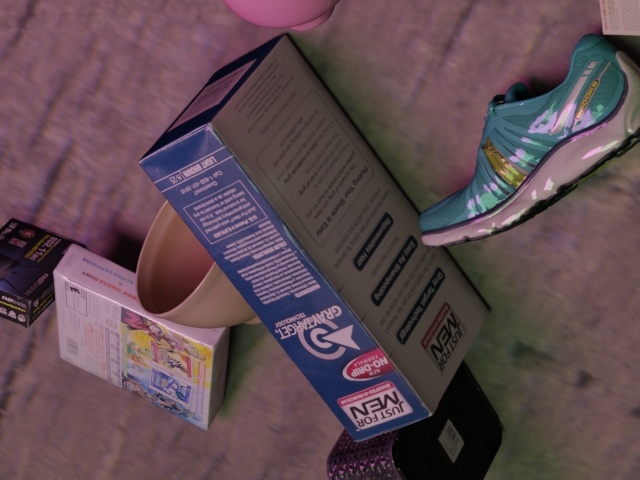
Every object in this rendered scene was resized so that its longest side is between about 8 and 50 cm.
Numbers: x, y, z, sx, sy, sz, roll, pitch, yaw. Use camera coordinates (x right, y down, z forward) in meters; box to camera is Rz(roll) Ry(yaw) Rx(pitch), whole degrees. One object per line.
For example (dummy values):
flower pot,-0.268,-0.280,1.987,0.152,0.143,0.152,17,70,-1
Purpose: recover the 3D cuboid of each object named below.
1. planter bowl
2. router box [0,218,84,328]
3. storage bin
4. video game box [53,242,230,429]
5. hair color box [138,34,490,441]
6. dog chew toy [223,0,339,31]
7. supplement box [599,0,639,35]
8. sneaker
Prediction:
planter bowl,-0.092,0.021,1.937,0.109,0.162,0.162,28,138,-29
router box,-0.317,0.033,2.072,0.092,0.122,0.038,20,126,13
storage bin,0.096,0.208,1.946,0.084,0.180,0.122,-17,114,37
video game box,-0.188,0.104,2.067,0.187,0.048,0.205,28,152,10
hair color box,0.000,0.000,1.846,0.105,0.174,0.347,-25,109,39
dog chew toy,-0.069,-0.319,1.637,0.206,0.207,0.332,-4,129,30
supplement box,0.283,-0.205,1.637,0.098,0.036,0.062,5,126,24
sneaker,0.186,-0.083,1.758,0.275,0.107,0.110,-39,81,36
